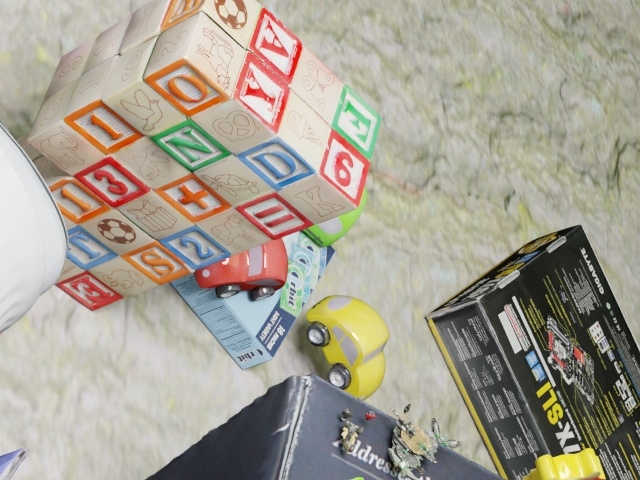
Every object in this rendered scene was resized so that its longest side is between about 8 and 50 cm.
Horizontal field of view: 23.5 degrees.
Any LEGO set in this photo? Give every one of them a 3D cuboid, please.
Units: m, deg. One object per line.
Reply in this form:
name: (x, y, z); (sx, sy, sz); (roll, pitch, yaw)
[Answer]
LEGO set: (0.049, 0.131, 0.994); (0.083, 0.023, 0.054); (23, 48, -8)

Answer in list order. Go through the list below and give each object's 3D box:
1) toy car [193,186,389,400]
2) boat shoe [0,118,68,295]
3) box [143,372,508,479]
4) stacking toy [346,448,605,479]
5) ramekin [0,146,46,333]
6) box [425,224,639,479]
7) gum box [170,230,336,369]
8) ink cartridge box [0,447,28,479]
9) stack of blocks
toy car: (0.000, 0.000, 1.369); (0.239, 0.053, 0.225); (41, 45, -31)
boat shoe: (-0.276, -0.099, 1.045); (0.335, 0.121, 0.119); (46, 32, 9)
box: (0.061, 0.428, 1.031); (0.480, 0.297, 0.472); (30, 51, -19)
stacking toy: (0.092, 0.222, 0.929); (0.221, 0.052, 0.167); (-5, 63, -17)
ramekin: (-0.314, -0.001, 0.904); (0.277, 0.277, 0.135); (49, 50, -22)
box: (0.265, 0.170, 1.646); (0.257, 0.079, 0.322); (-30, 96, -50)
gum box: (-0.079, -0.006, 1.356); (0.184, 0.041, 0.157); (53, 40, -19)
ink cartridge box: (-0.247, 0.294, 0.827); (0.151, 0.270, 0.396); (30, 52, -40)
stack of blocks: (-0.125, -0.062, 1.123); (0.171, 0.297, 0.087); (40, 48, -30)
